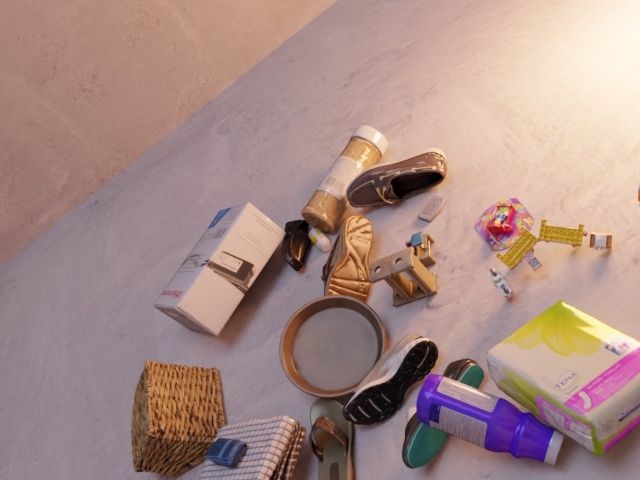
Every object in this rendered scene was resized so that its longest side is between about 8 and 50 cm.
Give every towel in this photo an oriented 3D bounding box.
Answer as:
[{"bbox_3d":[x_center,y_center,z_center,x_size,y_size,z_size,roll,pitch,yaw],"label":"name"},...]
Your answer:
[{"bbox_3d":[-0.224,0.502,1.760,0.119,0.029,0.067,-12,38,52],"label":"towel"},{"bbox_3d":[-0.166,0.550,1.776,0.284,0.121,0.235,-23,32,41],"label":"towel"}]

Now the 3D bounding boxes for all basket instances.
[{"bbox_3d":[-0.410,0.517,2.105,0.299,0.223,0.213,-112,39,-53],"label":"basket"}]

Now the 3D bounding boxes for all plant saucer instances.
[{"bbox_3d":[0.032,0.270,1.882,0.278,0.041,0.277,-6,60,11],"label":"plant saucer"}]

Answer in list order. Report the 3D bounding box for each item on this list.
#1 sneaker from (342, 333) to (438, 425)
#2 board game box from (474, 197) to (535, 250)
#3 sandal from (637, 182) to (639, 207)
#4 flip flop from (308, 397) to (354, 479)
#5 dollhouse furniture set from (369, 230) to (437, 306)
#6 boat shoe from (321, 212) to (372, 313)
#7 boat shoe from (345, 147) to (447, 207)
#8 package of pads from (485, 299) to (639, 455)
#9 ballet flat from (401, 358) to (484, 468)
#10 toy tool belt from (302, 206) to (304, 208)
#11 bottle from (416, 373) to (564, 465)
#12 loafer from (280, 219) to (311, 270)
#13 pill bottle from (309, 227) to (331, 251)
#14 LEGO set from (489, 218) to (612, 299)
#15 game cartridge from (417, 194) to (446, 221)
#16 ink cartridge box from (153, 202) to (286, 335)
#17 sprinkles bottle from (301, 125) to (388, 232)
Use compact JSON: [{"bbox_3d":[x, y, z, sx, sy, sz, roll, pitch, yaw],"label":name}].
[{"bbox_3d":[0.159,0.328,1.748,0.271,0.100,0.108,-43,21,-5],"label":"sneaker"},{"bbox_3d":[0.462,-0.053,1.882,0.133,0.033,0.168,-36,36,11],"label":"board game box"},{"bbox_3d":[0.744,-0.040,1.565,0.102,0.076,0.265,-23,59,49],"label":"sandal"},{"bbox_3d":[0.017,0.476,1.731,0.112,0.080,0.277,-29,36,20],"label":"flip flop"},{"bbox_3d":[0.215,0.053,1.932,0.129,0.129,0.183,-23,41,27],"label":"dollhouse furniture set"},{"bbox_3d":[0.066,0.092,2.077,0.123,0.123,0.341,134,149,-57],"label":"boat shoe"},{"bbox_3d":[0.218,-0.166,2.173,0.325,0.116,0.096,-20,38,21],"label":"boat shoe"},{"bbox_3d":[0.492,0.256,1.422,0.229,0.101,0.296,-30,31,-17],"label":"package of pads"},{"bbox_3d":[0.252,0.373,1.610,0.280,0.095,0.096,-46,24,-22],"label":"ballet flat"},{"bbox_3d":[-0.020,-0.083,2.385,0.051,0.052,0.083,-19,33,-19],"label":"toy tool belt"},{"bbox_3d":[0.332,0.357,1.458,0.283,0.118,0.092,17,53,24],"label":"bottle"},{"bbox_3d":[-0.070,0.003,2.309,0.078,0.080,0.220,-29,37,21],"label":"loafer"},{"bbox_3d":[0.000,0.000,2.270,0.043,0.043,0.083,-42,43,2],"label":"pill bottle"},{"bbox_3d":[0.525,0.023,1.717,0.287,0.107,0.132,-28,72,14],"label":"LEGO set"},{"bbox_3d":[0.316,-0.090,2.080,0.083,0.017,0.056,-51,32,-11],"label":"game cartridge"},{"bbox_3d":[-0.323,0.092,2.339,0.394,0.166,0.285,-57,20,-18],"label":"ink cartridge box"},{"bbox_3d":[0.077,-0.195,2.331,0.121,0.121,0.355,12,62,50],"label":"sprinkles bottle"}]
